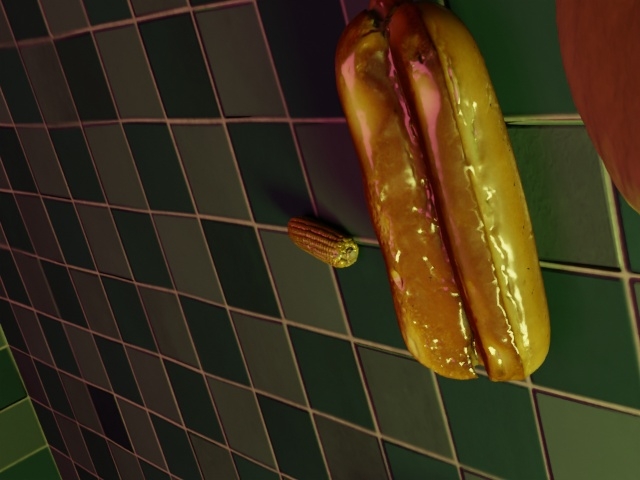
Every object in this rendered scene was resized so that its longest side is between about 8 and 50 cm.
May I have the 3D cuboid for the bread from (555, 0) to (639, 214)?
[{"bbox_3d":[0.241,-0.128,0.405,0.320,0.237,0.320,-175,90,-74],"label":"bread"}]

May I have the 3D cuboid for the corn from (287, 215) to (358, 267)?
[{"bbox_3d":[0.000,0.000,1.017,0.092,0.037,0.037,29,134,46],"label":"corn"}]

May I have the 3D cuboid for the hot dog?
[{"bbox_3d":[0.102,-0.043,0.790,0.135,0.100,0.337,0,114,45],"label":"hot dog"}]
